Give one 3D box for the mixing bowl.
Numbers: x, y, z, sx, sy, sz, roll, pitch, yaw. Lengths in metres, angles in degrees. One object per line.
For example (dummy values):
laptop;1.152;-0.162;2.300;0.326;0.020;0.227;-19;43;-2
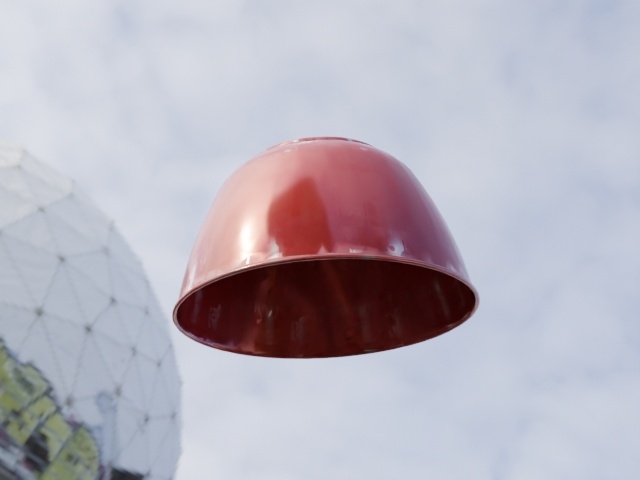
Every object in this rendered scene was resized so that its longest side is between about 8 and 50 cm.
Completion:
mixing bowl;0.000;0.000;0.730;0.181;0.098;0.181;-4;-23;-2
